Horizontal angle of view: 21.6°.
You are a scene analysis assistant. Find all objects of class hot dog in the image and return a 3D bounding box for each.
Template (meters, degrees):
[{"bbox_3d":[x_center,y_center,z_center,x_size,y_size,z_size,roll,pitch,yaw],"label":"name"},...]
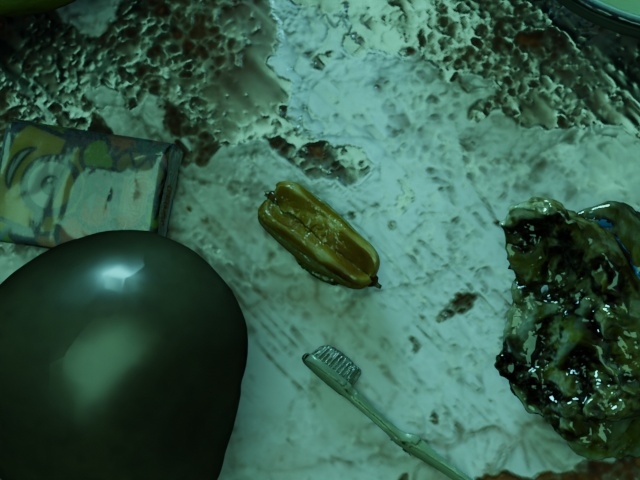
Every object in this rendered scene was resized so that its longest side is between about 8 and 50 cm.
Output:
[{"bbox_3d":[0.000,0.000,1.429,0.133,0.041,0.056,39,89,17],"label":"hot dog"}]

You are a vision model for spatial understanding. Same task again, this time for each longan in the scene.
[{"bbox_3d":[-0.167,0.109,1.342,0.246,0.215,0.246,5,119,10],"label":"longan"}]

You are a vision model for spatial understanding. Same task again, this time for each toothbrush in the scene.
[{"bbox_3d":[0.102,0.184,1.399,0.294,0.026,0.028,40,75,10],"label":"toothbrush"}]

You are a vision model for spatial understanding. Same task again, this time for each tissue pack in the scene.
[{"bbox_3d":[-0.201,-0.041,1.443,0.148,0.060,0.108,9,87,7],"label":"tissue pack"}]

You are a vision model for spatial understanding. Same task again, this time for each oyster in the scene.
[{"bbox_3d":[0.254,0.072,1.369,0.223,0.083,0.214,-1,86,0],"label":"oyster"}]

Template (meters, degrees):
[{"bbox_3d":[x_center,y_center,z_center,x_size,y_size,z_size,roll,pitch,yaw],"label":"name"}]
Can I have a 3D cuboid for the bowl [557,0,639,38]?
[{"bbox_3d":[0.286,-0.311,1.343,0.354,0.185,0.353,0,83,1],"label":"bowl"}]

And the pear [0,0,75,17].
[{"bbox_3d":[-0.297,-0.349,1.358,0.413,0.352,0.352,-31,81,0],"label":"pear"}]
